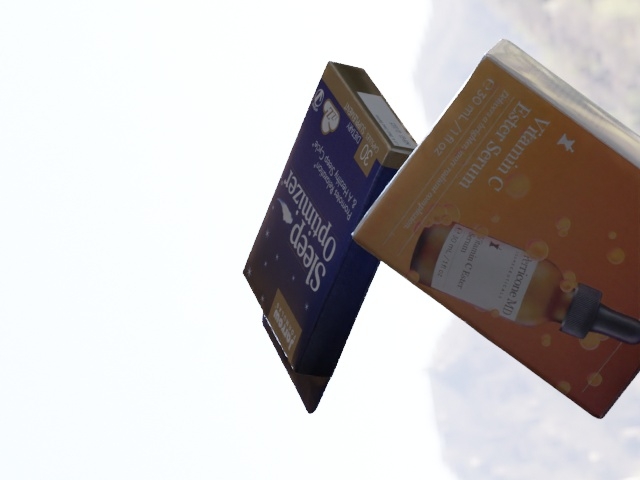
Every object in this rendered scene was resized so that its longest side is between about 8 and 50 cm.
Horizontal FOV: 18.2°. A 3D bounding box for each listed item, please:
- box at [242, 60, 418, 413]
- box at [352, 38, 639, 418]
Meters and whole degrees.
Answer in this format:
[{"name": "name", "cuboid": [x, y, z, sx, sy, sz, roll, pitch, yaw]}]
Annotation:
[{"name": "box", "cuboid": [0.000, 0.000, 1.445, 0.225, 0.036, 0.136, -69, 29, 25]}, {"name": "box", "cuboid": [0.128, -0.009, 1.106, 0.130, 0.170, 0.091, -55, -4, 16]}]
